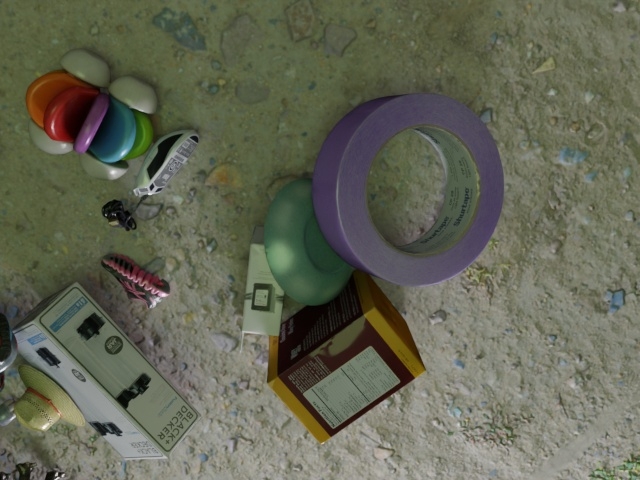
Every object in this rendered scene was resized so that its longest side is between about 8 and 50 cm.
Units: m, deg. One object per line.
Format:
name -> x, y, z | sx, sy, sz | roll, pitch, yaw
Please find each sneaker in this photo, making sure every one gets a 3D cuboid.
sneaker -> -0.517, 0.183, 1.130 | 0.262, 0.104, 0.125 | -5, 127, 45
sneaker -> -0.303, 0.069, 1.175 | 0.119, 0.047, 0.057 | 34, 114, -10

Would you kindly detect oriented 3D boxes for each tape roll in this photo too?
tape roll -> 0.130, -0.074, 1.074 | 0.275, 0.090, 0.274 | -3, 99, -24

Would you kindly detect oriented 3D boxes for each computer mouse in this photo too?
computer mouse -> -0.256, -0.099, 1.110 | 0.042, 0.106, 0.193 | 39, 90, 9

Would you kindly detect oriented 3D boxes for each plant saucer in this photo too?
plant saucer -> 0.000, 0.000, 1.100 | 0.038, 0.195, 0.194 | -7, 113, 46

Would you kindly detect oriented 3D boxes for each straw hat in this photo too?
straw hat -> -0.451, 0.271, 1.178 | 0.145, 0.061, 0.144 | 24, 141, 21

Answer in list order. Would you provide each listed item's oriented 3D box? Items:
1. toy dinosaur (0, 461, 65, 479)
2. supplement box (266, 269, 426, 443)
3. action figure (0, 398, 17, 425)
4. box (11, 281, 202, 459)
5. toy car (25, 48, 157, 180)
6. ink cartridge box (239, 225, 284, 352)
toy dinosaur -> -0.509, 0.469, 1.218 | 0.314, 0.160, 0.121 | -13, 147, 1
supplement box -> 0.033, 0.170, 1.138 | 0.194, 0.191, 0.129 | -37, 104, 8
action figure -> -0.645, 0.340, 1.131 | 0.370, 0.276, 0.248 | 32, 94, 4
box -> -0.339, 0.212, 1.146 | 0.169, 0.087, 0.290 | -20, 114, 49
toy car -> -0.331, -0.175, 1.050 | 0.182, 0.136, 0.159 | 29, 103, -10
ink cartridge box -> -0.086, 0.078, 1.152 | 0.060, 0.104, 0.180 | 7, 107, -3
